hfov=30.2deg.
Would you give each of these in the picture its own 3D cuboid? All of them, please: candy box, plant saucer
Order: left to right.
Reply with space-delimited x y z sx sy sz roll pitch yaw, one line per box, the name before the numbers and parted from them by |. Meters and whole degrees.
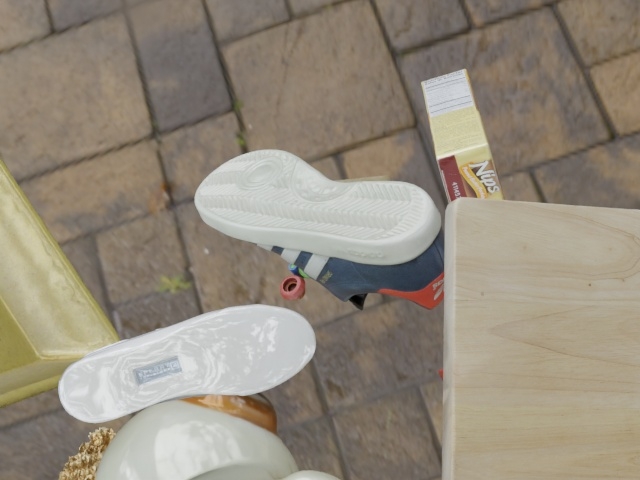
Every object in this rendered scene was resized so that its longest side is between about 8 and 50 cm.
plant saucer | -0.351 0.013 0.990 0.081 0.333 0.332 -38 82 19
candy box | 0.236 -0.132 1.921 0.088 0.183 0.316 -15 28 8

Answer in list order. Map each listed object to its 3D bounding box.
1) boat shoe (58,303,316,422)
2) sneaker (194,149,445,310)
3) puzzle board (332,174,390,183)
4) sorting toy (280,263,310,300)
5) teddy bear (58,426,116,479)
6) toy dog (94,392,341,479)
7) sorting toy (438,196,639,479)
boat shoe | -0.095 0.087 0.859 0.184 0.063 0.066 -20 101 -2
sneaker | 0.000 0.000 1.351 0.350 0.148 0.131 19 58 43
puzzle board | 0.047 -0.033 1.528 0.128 0.011 0.096 -8 75 -31
sorting toy | -0.028 0.067 2.091 0.102 0.042 0.061 -43 48 -3
teddy bear | -0.275 0.370 1.463 0.113 0.338 0.245 9 92 -2
toy dog | -0.103 0.292 1.005 0.395 0.408 0.284 26 103 -15
sorting toy | 0.220 0.103 1.036 0.257 0.089 0.255 4 82 -15
